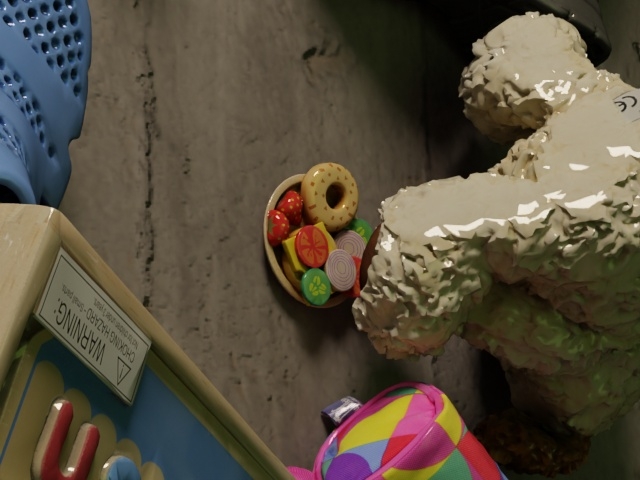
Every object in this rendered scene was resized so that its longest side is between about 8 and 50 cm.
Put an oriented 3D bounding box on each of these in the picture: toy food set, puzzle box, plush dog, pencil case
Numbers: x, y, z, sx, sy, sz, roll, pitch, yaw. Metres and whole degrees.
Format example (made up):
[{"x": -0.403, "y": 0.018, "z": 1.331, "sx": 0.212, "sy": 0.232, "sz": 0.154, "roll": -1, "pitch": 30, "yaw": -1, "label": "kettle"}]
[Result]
[{"x": 0.000, "y": 0.000, "z": 0.978, "sx": 0.083, "sy": 0.020, "sz": 0.083, "roll": -30, "pitch": 101, "yaw": -45, "label": "toy food set"}, {"x": -0.082, "y": 0.204, "z": 0.715, "sx": 0.409, "sy": 0.052, "sz": 0.272, "roll": 55, "pitch": 44, "yaw": -52, "label": "puzzle box"}, {"x": 0.161, "y": 0.021, "z": 1.025, "sx": 0.225, "sy": 0.210, "sz": 0.262, "roll": 77, "pitch": 34, "yaw": -48, "label": "plush dog"}, {"x": 0.085, "y": 0.187, "z": 0.962, "sx": 0.236, "sy": 0.104, "sz": 0.104, "roll": 52, "pitch": 49, "yaw": -20, "label": "pencil case"}]

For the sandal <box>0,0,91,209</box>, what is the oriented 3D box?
[{"x": -0.165, "y": -0.008, "z": 0.739, "sx": 0.126, "sy": 0.138, "sz": 0.317, "roll": 34, "pitch": 56, "yaw": -31, "label": "sandal"}]

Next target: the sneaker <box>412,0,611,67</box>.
[{"x": 0.086, "y": -0.211, "z": 1.072, "sx": 0.286, "sy": 0.109, "sz": 0.130, "roll": 34, "pitch": 51, "yaw": -45, "label": "sneaker"}]
